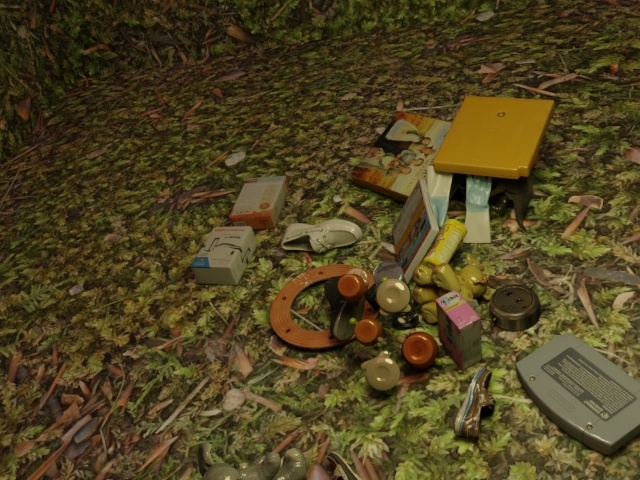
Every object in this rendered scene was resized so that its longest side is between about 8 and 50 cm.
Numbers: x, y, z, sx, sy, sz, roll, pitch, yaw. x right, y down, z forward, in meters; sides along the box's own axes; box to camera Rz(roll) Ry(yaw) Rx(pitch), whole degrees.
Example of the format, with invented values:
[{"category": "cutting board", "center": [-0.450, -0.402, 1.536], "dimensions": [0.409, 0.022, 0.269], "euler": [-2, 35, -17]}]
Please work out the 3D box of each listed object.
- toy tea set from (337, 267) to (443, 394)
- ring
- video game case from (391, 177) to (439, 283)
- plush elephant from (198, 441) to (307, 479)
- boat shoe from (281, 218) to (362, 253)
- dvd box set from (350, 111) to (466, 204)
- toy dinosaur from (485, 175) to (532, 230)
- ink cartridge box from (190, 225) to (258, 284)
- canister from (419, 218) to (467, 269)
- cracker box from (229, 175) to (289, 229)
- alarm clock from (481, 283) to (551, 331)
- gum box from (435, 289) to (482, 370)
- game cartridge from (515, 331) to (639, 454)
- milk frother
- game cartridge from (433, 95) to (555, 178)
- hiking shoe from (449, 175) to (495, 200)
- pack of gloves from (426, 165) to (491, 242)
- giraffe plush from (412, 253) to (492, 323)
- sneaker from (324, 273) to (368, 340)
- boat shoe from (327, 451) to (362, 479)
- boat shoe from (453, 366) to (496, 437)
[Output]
[{"category": "toy tea set", "center": [0.170, 0.215, 1.820], "dimensions": [0.199, 0.124, 0.336], "euler": [-24, 76, 8]}, {"category": "ring", "center": [0.018, 0.191, 2.051], "dimensions": [0.336, 0.032, 0.337], "euler": [-12, 37, 9]}, {"category": "video game case", "center": [0.275, -0.032, 2.089], "dimensions": [0.025, 0.204, 0.285], "euler": [18, 32, -12]}, {"category": "plush elephant", "center": [-0.150, 0.545, 1.492], "dimensions": [0.329, 0.256, 0.272], "euler": [-23, 38, -7]}, {"category": "boat shoe", "center": [0.000, 0.000, 2.247], "dimensions": [0.276, 0.098, 0.096], "euler": [-5, 39, 31]}, {"category": "dvd box set", "center": [0.323, -0.272, 2.354], "dimensions": [0.308, 0.062, 0.420], "euler": [-52, 38, -7]}, {"category": "toy dinosaur", "center": [0.567, -0.182, 2.132], "dimensions": [0.160, 0.121, 0.314], "euler": [-30, 60, 19]}, {"category": "ink cartridge box", "center": [-0.313, 0.047, 2.314], "dimensions": [0.148, 0.086, 0.203], "euler": [-1, 41, 21]}, {"category": "canister", "center": [0.347, 0.036, 2.034], "dimensions": [0.073, 0.126, 0.170], "euler": [31, 56, 9]}, {"category": "cracker box", "center": [-0.214, -0.135, 2.518], "dimensions": [0.155, 0.067, 0.232], "euler": [-2, 41, 18]}, {"category": "alarm clock", "center": [0.494, 0.182, 1.850], "dimensions": [0.192, 0.064, 0.129], "euler": [-32, 40, -13]}, {"category": "gum box", "center": [0.345, 0.227, 1.753], "dimensions": [0.062, 0.188, 0.107], "euler": [-25, 46, -11]}, {"category": "game cartridge", "center": [0.599, 0.345, 1.611], "dimensions": [0.198, 0.062, 0.297], "euler": [-32, 40, -12]}, {"category": "milk frother", "center": [0.208, 0.151, 1.916], "dimensions": [0.143, 0.135, 0.129], "euler": [27, 74, 27]}, {"category": "game cartridge", "center": [0.526, -0.315, 2.129], "dimensions": [0.285, 0.053, 0.324], "euler": [10, 53, 30]}, {"category": "hiking shoe", "center": [0.495, -0.183, 2.279], "dimensions": [0.303, 0.113, 0.132], "euler": [-11, 44, 25]}, {"category": "pack of gloves", "center": [0.411, -0.108, 2.110], "dimensions": [0.194, 0.232, 0.046], "euler": [1, 1, 16]}, {"category": "giraffe plush", "center": [0.374, 0.122, 1.903], "dimensions": [0.210, 0.182, 0.170], "euler": [14, 31, 39]}, {"category": "sneaker", "center": [0.053, 0.187, 1.969], "dimensions": [0.118, 0.083, 0.222], "euler": [-12, 41, 39]}, {"category": "boat shoe", "center": [0.054, 0.534, 1.599], "dimensions": [0.043, 0.049, 0.137], "euler": [-34, 45, -17]}, {"category": "boat shoe", "center": [0.374, 0.383, 1.650], "dimensions": [0.066, 0.066, 0.183], "euler": [14, 57, 28]}]
